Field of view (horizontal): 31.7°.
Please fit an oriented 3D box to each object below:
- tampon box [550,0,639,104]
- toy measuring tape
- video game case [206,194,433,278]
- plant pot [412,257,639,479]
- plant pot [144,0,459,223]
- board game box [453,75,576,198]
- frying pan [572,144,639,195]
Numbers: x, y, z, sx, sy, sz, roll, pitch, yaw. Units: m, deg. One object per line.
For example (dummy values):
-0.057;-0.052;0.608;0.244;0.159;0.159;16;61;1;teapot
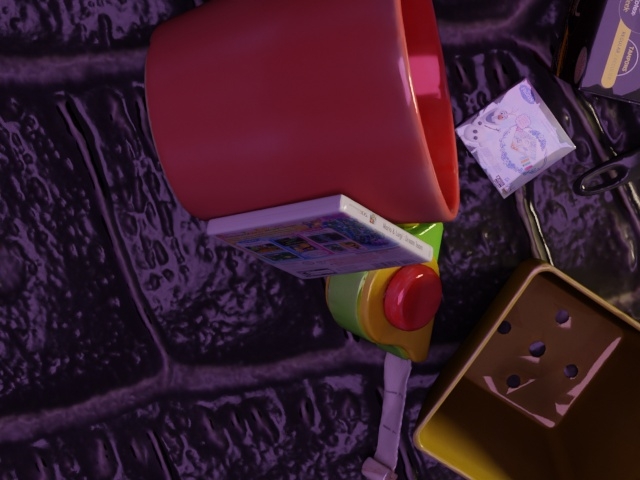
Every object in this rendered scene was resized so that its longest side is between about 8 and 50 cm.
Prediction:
0.290;-0.194;1.054;0.101;0.161;0.120;14;103;-1;tampon box
0.053;0.106;1.156;0.121;0.121;0.330;9;104;0;toy measuring tape
0.000;0.000;1.035;0.157;0.143;0.019;-9;65;38;video game case
0.230;0.139;1.123;0.212;0.187;0.212;33;102;-5;plant pot
-0.014;-0.130;1.044;0.243;0.275;0.275;-10;103;13;plant pot
0.198;-0.105;1.151;0.090;0.020;0.090;-35;99;10;board game box
0.432;-0.106;1.126;0.197;0.053;0.326;43;103;-8;frying pan
